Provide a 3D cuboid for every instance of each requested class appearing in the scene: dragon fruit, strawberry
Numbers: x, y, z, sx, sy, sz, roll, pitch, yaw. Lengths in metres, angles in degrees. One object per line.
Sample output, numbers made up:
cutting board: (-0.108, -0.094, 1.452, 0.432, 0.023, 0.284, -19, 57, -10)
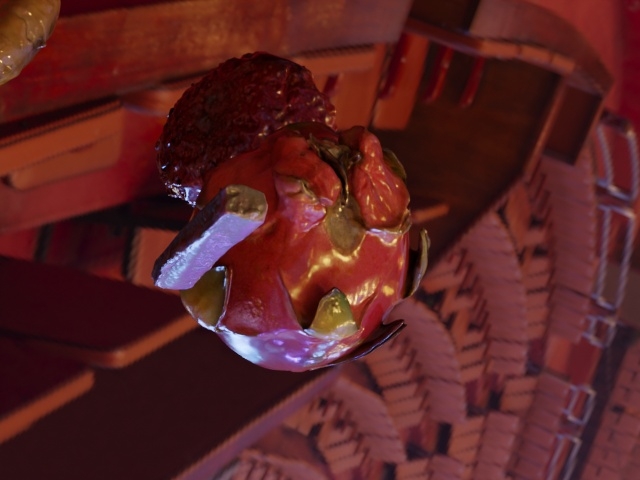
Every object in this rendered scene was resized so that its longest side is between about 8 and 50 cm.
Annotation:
dragon fruit: (0.000, 0.000, 1.311, 0.225, 0.305, 0.305, -24, -156, 53)
strawberry: (-0.101, -0.163, 1.632, 0.274, 0.274, 0.221, -30, 122, -60)

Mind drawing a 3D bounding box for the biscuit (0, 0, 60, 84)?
biscuit: (-0.544, -0.223, 1.523, 0.429, 0.446, 0.104, -43, 116, -18)

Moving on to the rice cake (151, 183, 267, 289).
rice cake: (-0.105, 0.002, 1.004, 0.206, 0.047, 0.036, -37, -140, 55)
